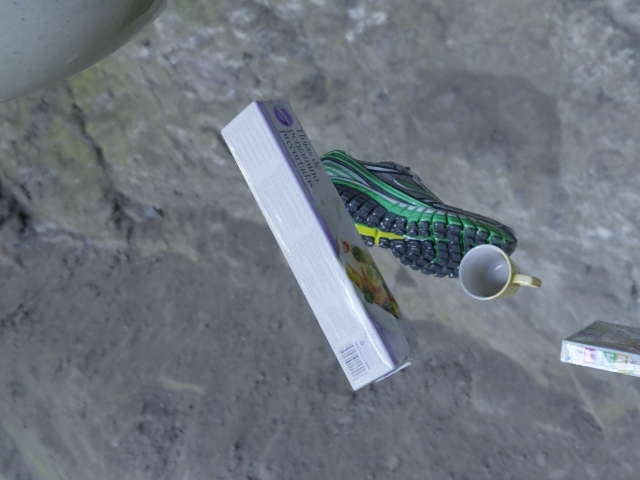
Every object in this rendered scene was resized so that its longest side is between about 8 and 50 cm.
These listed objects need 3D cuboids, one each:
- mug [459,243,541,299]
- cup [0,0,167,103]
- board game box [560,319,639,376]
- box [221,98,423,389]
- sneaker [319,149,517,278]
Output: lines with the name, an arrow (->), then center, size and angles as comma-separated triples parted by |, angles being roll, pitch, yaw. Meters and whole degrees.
mug -> 0.203, 0.045, 1.059 | 0.062, 0.064, 0.078 | -51, 58, 13
cup -> -0.374, -0.288, 1.042 | 0.331, 0.331, 0.237 | 11, 60, 51
board game box -> 0.362, 0.129, 1.124 | 0.104, 0.154, 0.026 | 8, 99, 29
box -> 0.000, 0.000, 1.003 | 0.067, 0.324, 0.063 | -37, -14, 35
sneaker -> 0.140, -0.054, 1.424 | 0.134, 0.344, 0.146 | 111, 180, -54
